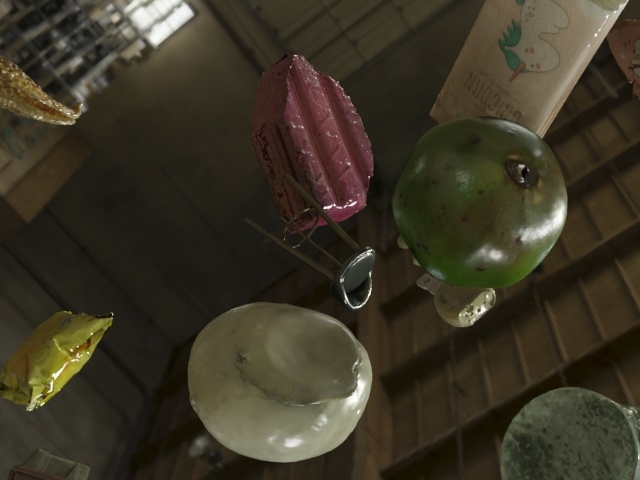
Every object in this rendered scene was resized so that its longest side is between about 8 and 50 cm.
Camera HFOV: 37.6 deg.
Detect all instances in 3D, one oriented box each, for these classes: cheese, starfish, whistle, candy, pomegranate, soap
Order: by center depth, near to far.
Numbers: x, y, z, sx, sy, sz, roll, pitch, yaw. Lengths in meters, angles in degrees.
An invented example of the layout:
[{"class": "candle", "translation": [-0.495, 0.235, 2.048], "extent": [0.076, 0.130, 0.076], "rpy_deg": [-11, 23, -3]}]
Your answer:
[{"class": "starfish", "translation": [-0.433, -0.194, 1.002], "extent": [0.327, 0.375, 0.094], "rpy_deg": [-12, 122, -58]}, {"class": "pomegranate", "translation": [0.155, -0.030, 1.009], "extent": [0.187, 0.187, 0.225], "rpy_deg": [-47, -179, -25]}, {"class": "whistle", "translation": [0.326, 0.375, 1.273], "extent": [0.188, 0.168, 0.405], "rpy_deg": [26, -97, 42]}, {"class": "candy", "translation": [-0.065, 0.210, 1.400], "extent": [0.295, 0.295, 0.185], "rpy_deg": [-72, -178, -61]}, {"class": "soap", "translation": [-0.020, -0.170, 1.565], "extent": [0.112, 0.289, 0.182], "rpy_deg": [-26, 172, 40]}, {"class": "cheese", "translation": [0.224, 0.093, 1.648], "extent": [0.097, 0.037, 0.192], "rpy_deg": [-39, -155, -11]}]

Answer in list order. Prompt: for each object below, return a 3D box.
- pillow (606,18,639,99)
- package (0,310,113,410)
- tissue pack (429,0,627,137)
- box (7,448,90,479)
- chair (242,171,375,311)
[{"class": "pillow", "translation": [0.495, -0.213, 1.319], "extent": [0.049, 0.248, 0.135], "rpy_deg": [-42, -157, -17]}, {"class": "package", "translation": [-0.477, 0.206, 1.673], "extent": [0.168, 0.090, 0.226], "rpy_deg": [-2, -137, 47]}, {"class": "tissue pack", "translation": [0.283, -0.252, 1.331], "extent": [0.071, 0.170, 0.325], "rpy_deg": [-34, 158, -37]}, {"class": "box", "translation": [-0.222, 0.216, 0.756], "extent": [0.063, 0.060, 0.085], "rpy_deg": [-83, -170, -82]}, {"class": "chair", "translation": [-0.001, 0.001, 1.414], "extent": [0.104, 0.221, 0.095], "rpy_deg": [-11, 139, -55]}]
